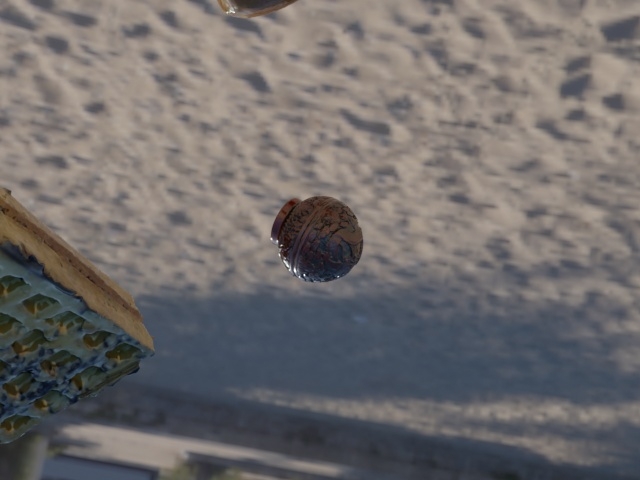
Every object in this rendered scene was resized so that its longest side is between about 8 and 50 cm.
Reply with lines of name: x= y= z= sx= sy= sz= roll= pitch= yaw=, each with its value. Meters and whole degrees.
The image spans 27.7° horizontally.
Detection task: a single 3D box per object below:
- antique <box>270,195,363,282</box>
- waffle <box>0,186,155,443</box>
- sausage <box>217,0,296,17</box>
antique: x=0.000 y=0.000 z=1.436 sx=0.104 sy=0.104 sz=0.104 roll=10 pitch=168 yaw=2
waffle: x=-0.389 y=0.094 z=1.502 sx=0.261 sy=0.114 sz=0.376 roll=-33 pitch=146 yaw=5
sausage: x=0.020 y=-0.238 z=0.862 sx=0.098 sy=0.238 sz=0.098 roll=52 pitch=-176 yaw=-5
